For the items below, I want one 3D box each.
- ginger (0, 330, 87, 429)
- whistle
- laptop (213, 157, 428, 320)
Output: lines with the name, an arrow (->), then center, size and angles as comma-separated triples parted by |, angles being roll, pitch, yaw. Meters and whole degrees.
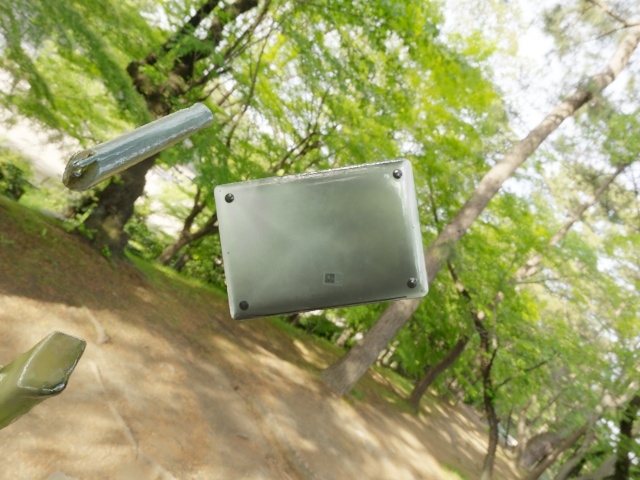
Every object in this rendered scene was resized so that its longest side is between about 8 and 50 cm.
ginger -> -0.398, 0.105, 0.334 | 0.211, 0.358, 0.413 | 18, 11, 24
whistle -> -0.320, -0.181, 0.878 | 0.057, 0.068, 0.326 | 47, 43, -2
laptop -> 0.000, 0.000, 0.642 | 0.015, 0.269, 0.187 | -37, 119, -87
